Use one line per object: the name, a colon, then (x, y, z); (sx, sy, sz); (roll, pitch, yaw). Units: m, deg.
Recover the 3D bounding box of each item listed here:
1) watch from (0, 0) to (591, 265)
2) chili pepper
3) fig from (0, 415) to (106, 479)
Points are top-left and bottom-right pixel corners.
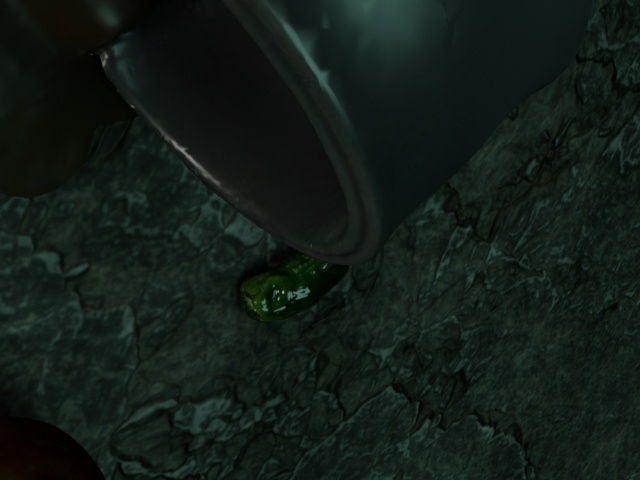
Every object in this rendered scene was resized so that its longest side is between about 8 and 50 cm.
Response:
watch: (-0.050, -0.158, 0.497); (0.314, 0.327, 0.335); (-45, 138, -17)
chili pepper: (0.005, 0.001, 0.869); (0.182, 0.050, 0.073); (-54, 133, -10)
fig: (-0.232, 0.206, 0.656); (0.205, 0.205, 0.205); (-25, 129, -34)
